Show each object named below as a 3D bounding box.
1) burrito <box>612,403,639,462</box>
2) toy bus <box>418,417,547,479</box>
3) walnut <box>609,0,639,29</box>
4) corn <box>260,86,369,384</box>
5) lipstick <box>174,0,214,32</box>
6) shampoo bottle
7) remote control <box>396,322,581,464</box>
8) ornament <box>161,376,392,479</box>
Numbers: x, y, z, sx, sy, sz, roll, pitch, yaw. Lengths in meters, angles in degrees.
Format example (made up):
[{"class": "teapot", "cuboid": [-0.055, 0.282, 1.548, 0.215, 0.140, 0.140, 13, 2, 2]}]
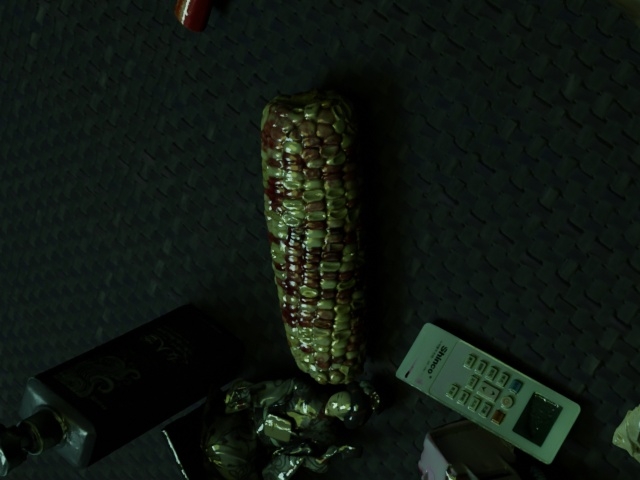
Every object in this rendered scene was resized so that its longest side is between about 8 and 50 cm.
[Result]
[{"class": "burrito", "cuboid": [0.363, 0.223, 0.887, 0.275, 0.059, 0.082, 40, 131, 18]}, {"class": "toy bus", "cuboid": [0.178, 0.284, 0.958, 0.274, 0.090, 0.112, 56, 146, 42]}, {"class": "walnut", "cuboid": [0.286, -0.206, 0.676, 0.248, 0.248, 0.248, 12, 112, 32]}, {"class": "corn", "cuboid": [0.000, 0.000, 1.051, 0.098, 0.098, 0.289, 7, 113, 34]}, {"class": "lipstick", "cuboid": [-0.086, -0.323, 1.022, 0.068, 0.061, 0.274, 34, 122, 20]}, {"class": "shampoo bottle", "cuboid": [-0.210, 0.155, 1.113, 0.098, 0.309, 0.071, 37, 124, 19]}, {"class": "remote control", "cuboid": [0.154, 0.138, 1.017, 0.166, 0.029, 0.065, 28, 82, 23]}, {"class": "ornament", "cuboid": [-0.023, 0.196, 1.111, 0.196, 0.153, 0.166, -28, 89, 29]}]
